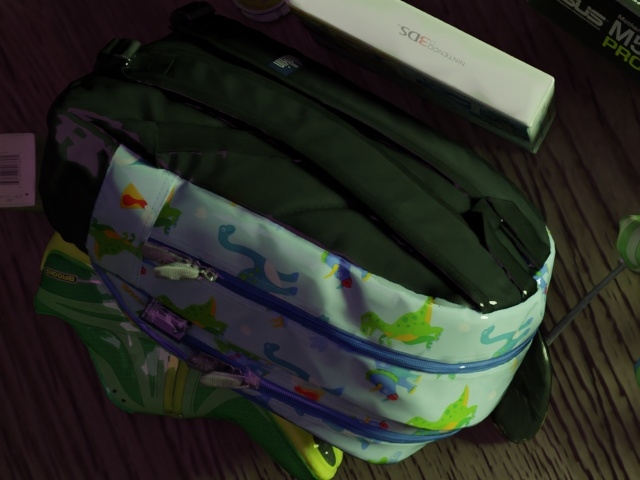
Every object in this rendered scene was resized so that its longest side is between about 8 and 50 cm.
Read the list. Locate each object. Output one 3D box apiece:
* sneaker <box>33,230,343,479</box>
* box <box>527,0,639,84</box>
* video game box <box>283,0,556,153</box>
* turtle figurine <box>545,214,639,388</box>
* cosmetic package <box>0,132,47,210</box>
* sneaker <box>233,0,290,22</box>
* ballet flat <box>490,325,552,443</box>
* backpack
[{"bbox_3d":[-0.103,0.096,1.590,0.295,0.109,0.123,39,117,6],"label":"sneaker"},{"bbox_3d":[0.321,-0.175,1.481,0.270,0.060,0.216,38,54,10],"label":"box"},{"bbox_3d":[0.081,-0.139,1.516,0.205,0.187,0.048,28,92,8],"label":"video game box"},{"bbox_3d":[0.325,0.048,1.518,0.266,0.274,0.198,-34,60,-14],"label":"turtle figurine"},{"bbox_3d":[-0.232,-0.053,1.594,0.041,0.115,0.060,-1,87,9],"label":"cosmetic package"},{"bbox_3d":[-0.074,-0.282,1.590,0.081,0.094,0.208,-26,83,8],"label":"sneaker"},{"bbox_3d":[0.149,0.076,1.577,0.057,0.049,0.173,-9,93,-6],"label":"ballet flat"},{"bbox_3d":[0.000,0.000,1.478,0.355,0.290,0.273,16,115,16],"label":"backpack"}]
